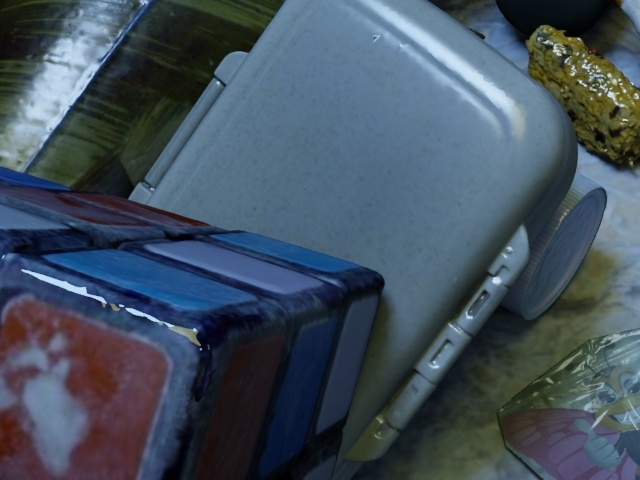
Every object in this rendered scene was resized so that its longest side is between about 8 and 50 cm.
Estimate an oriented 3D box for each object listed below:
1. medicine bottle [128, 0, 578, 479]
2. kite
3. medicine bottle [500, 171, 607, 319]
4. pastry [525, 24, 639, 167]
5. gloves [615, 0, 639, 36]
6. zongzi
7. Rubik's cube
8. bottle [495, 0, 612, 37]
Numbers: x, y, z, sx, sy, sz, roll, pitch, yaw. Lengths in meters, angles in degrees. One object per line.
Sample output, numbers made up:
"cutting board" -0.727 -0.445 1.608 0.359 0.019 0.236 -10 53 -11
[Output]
"medicine bottle" 0.000 0.000 0.992 0.282 0.123 0.375 40 103 21
"kite" 0.290 0.207 0.977 0.204 0.022 0.360 -25 56 -10
"medicine bottle" 0.104 -0.043 1.092 0.225 0.139 0.139 32 65 24
"pastry" 0.235 -0.127 1.173 0.140 0.080 0.056 37 55 26
"gloves" 0.347 -0.182 1.173 0.140 0.131 0.218 -22 53 17
"zongzi" -0.095 -0.090 1.136 0.432 0.208 0.403 15 64 -3
"Rubik's cube" -0.194 0.145 0.801 0.359 0.363 0.362 15 93 17
"bottle" 0.265 -0.334 1.271 0.144 0.144 0.336 21 62 19
